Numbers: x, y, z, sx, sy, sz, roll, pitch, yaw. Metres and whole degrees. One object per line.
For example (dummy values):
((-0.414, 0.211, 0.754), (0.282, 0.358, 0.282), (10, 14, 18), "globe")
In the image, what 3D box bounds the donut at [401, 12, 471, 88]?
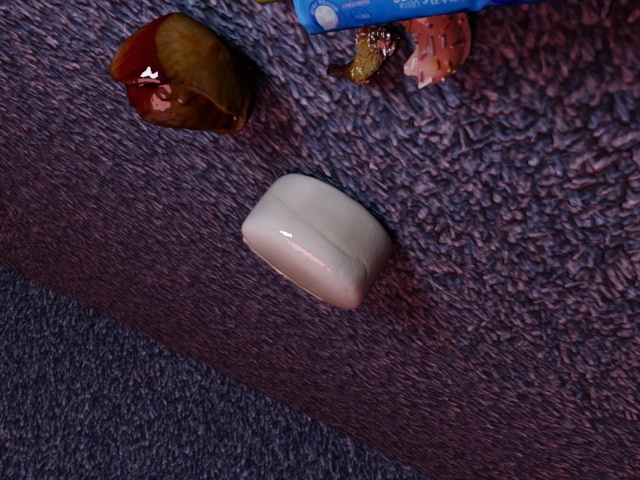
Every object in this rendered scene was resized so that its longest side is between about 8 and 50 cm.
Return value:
((0.097, -0.244, 0.793), (0.166, 0.065, 0.117), (32, 155, -4), "donut")

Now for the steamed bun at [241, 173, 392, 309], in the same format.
((0.000, 0.000, 1.229), (0.242, 0.146, 0.164), (37, 158, -10), "steamed bun")

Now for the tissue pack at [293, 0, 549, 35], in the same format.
((0.089, -0.293, 0.599), (0.263, 0.146, 0.198), (4, 127, 39), "tissue pack")

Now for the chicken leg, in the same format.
((0.051, -0.223, 0.914), (0.062, 0.037, 0.145), (57, 151, 0), "chicken leg")

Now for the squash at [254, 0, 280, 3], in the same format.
((-0.019, -0.307, 0.815), (0.201, 0.066, 0.066), (2, 141, 42), "squash")

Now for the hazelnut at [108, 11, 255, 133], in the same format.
((-0.185, -0.219, 1.030), (0.201, 0.160, 0.170), (46, 178, -33), "hazelnut")
